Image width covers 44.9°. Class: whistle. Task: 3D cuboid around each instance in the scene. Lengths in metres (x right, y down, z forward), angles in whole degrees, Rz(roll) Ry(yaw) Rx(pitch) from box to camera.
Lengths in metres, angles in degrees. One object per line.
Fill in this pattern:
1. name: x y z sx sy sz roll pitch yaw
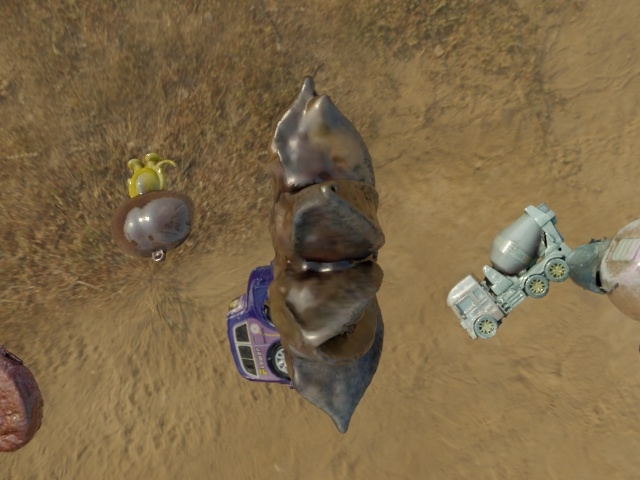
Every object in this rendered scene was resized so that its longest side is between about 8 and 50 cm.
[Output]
1. whistle: 0.547 0.053 1.339 0.189 0.348 0.189 0 91 -13

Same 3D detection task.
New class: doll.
1. doll: -0.265 -0.053 1.258 0.145 0.096 0.188 4 66 19

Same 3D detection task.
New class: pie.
1. pie: -0.471 0.217 1.087 0.182 0.049 0.182 10 116 20

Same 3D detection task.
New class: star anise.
1. star anise: -0.001 0.018 0.721 0.108 0.315 0.315 0 87 -10

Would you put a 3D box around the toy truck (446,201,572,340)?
1. toy truck: 0.340 0.057 1.396 0.257 0.108 0.140 -41 81 13

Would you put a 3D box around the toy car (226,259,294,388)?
1. toy car: -0.091 0.151 1.450 0.158 0.172 0.235 -4 107 14

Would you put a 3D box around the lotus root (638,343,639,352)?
1. lotus root: 0.419 0.115 0.668 0.192 0.272 0.272 32 78 -53
